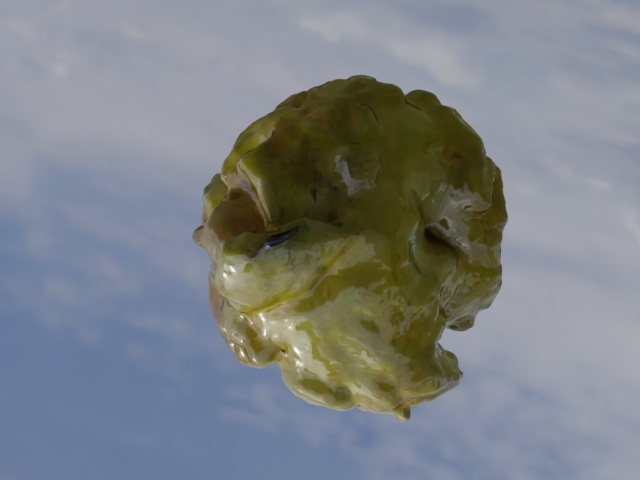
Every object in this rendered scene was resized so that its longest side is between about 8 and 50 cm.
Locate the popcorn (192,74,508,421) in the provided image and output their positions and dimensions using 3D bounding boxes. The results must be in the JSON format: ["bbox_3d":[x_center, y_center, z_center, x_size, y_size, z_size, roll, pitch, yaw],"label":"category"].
[{"bbox_3d":[0.000,0.000,0.475,0.084,0.084,0.084,16,-166,-4],"label":"popcorn"}]
